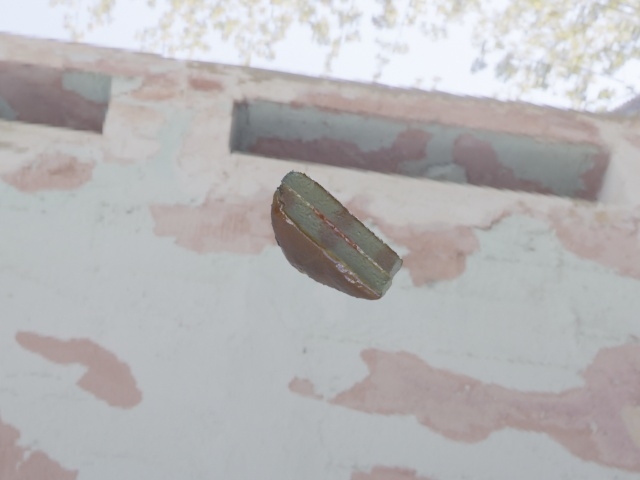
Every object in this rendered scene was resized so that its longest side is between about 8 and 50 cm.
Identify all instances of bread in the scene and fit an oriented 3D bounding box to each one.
[{"bbox_3d":[0.000,0.000,0.694,0.109,0.062,0.043,43,-119,-16],"label":"bread"}]
